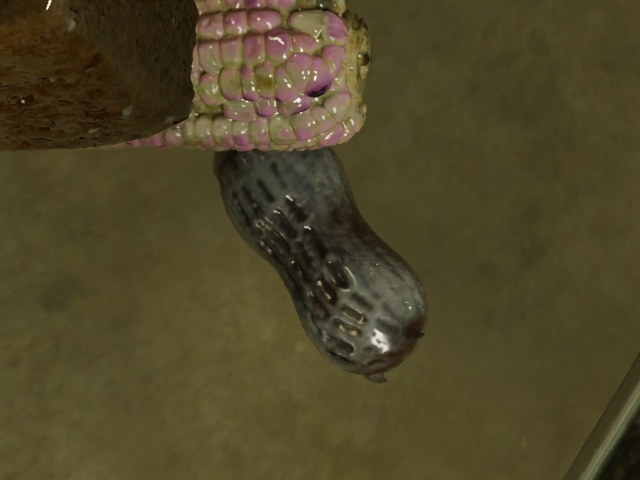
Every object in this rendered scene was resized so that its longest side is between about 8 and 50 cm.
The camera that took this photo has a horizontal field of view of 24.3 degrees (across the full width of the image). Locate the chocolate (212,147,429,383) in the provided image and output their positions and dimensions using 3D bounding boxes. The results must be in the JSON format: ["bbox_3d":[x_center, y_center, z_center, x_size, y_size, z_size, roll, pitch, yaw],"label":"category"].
[{"bbox_3d":[0.000,0.000,1.196,0.110,0.110,0.248,-39,79,15],"label":"chocolate"}]

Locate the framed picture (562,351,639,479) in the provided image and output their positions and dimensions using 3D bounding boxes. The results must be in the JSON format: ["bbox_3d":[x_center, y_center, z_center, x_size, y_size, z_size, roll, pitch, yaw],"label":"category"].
[{"bbox_3d":[0.244,0.098,0.785,0.020,0.240,0.324,17,113,-27],"label":"framed picture"}]

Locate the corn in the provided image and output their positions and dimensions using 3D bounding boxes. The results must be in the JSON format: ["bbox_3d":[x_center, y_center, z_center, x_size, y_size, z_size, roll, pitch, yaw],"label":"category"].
[{"bbox_3d":[-0.129,-0.117,1.058,0.335,0.126,0.126,-4,102,8],"label":"corn"}]

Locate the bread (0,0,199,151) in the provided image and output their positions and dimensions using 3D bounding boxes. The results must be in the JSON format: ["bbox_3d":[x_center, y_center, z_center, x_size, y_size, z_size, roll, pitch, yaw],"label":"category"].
[{"bbox_3d":[-0.278,-0.103,0.700,0.416,0.165,0.113,-1,79,11],"label":"bread"}]
